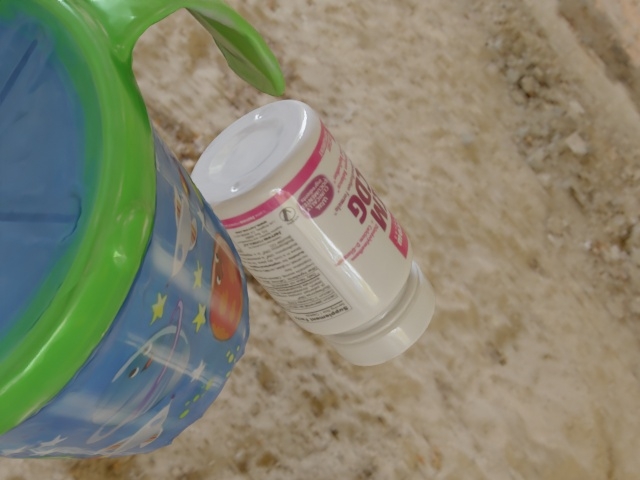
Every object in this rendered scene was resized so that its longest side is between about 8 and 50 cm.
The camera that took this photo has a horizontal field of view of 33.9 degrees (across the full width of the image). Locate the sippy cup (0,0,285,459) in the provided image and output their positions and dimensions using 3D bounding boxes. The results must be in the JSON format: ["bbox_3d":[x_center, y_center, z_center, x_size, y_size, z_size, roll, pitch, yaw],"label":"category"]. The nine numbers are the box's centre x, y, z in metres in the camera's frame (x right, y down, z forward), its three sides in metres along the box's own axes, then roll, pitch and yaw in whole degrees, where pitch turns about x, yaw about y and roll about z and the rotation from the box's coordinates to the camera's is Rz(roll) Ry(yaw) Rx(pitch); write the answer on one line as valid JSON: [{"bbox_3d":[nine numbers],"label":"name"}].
[{"bbox_3d":[-0.151,0.017,0.554,0.224,0.305,0.240,47,29,-62],"label":"sippy cup"}]

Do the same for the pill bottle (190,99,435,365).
[{"bbox_3d":[0.000,0.000,1.139,0.283,0.160,0.160,50,23,-33],"label":"pill bottle"}]
